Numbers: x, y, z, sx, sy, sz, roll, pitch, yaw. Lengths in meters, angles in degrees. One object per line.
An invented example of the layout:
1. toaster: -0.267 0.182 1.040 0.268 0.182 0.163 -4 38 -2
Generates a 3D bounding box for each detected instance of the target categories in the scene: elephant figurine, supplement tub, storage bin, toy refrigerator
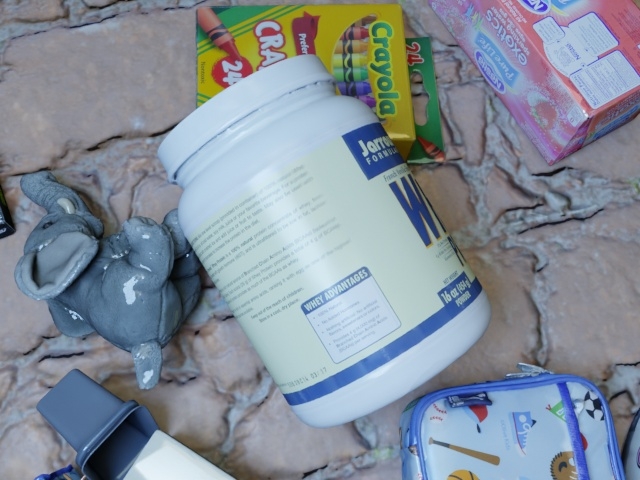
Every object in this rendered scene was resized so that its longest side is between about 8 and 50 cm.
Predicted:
1. elephant figurine: -0.265 0.033 0.832 0.239 0.186 0.169 7 114 10
2. supplement tub: 0.000 0.000 0.765 0.235 0.235 0.325 -31 89 -13
3. storage bin: -0.238 0.202 0.771 0.091 0.135 0.098 33 63 20
4. toy refrigerator: -0.076 0.309 0.755 0.269 0.102 0.094 30 72 7

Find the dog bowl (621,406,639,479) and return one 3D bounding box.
1. dog bowl: 0.541 0.289 0.768 0.408 0.150 0.408 1 70 -2

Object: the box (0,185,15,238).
1. box: -0.493 -0.060 0.893 0.190 0.045 0.184 -23 71 -9

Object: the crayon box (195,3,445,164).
1. crayon box: 0.002 -0.199 0.946 0.318 0.081 0.202 -3 71 -4

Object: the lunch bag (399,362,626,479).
1. lunch bag: 0.215 0.285 0.774 0.243 0.115 0.303 -4 72 -6

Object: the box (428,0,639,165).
1. box: 0.289 -0.271 0.953 0.154 0.142 0.300 -29 74 -12

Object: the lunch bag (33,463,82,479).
1. lunch bag: -0.285 0.328 0.746 0.151 0.096 0.129 -42 79 -1
